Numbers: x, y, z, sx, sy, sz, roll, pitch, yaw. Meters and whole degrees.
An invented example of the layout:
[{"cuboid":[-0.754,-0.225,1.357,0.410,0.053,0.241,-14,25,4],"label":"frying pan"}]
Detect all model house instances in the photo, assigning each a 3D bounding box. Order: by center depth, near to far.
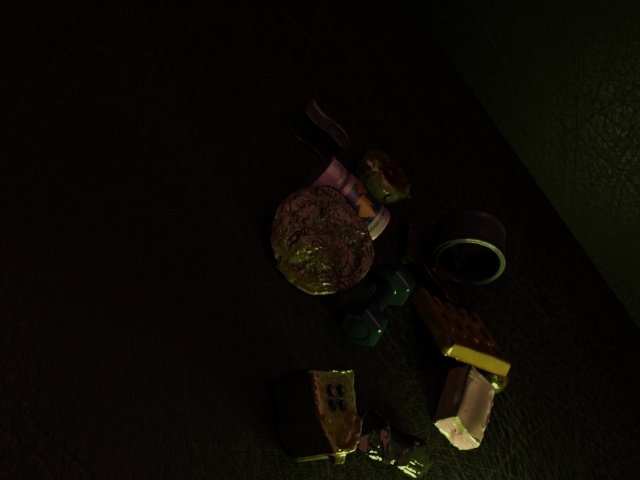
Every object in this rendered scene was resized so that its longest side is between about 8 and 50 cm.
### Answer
[{"cuboid":[-0.014,0.458,1.458,0.174,0.193,0.234,18,57,-37],"label":"model house"}]

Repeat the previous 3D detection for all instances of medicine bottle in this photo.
[{"cuboid":[0.083,-0.129,1.936,0.290,0.178,0.178,44,42,-16],"label":"medicine bottle"}]

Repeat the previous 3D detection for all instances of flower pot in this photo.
[{"cuboid":[-0.002,-0.398,2.080,0.229,0.108,0.103,41,44,-17],"label":"flower pot"}]

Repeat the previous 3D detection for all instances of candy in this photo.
[{"cuboid":[0.500,0.567,1.949,0.155,0.115,0.265,48,41,-11],"label":"candy"}]

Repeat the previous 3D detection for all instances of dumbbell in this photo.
[{"cuboid":[0.188,0.202,1.854,0.325,0.160,0.144,-42,125,-50],"label":"dumbbell"}]

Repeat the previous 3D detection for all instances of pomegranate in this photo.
[{"cuboid":[0.641,0.518,2.118,0.130,0.130,0.130,24,50,-33],"label":"pomegranate"}]

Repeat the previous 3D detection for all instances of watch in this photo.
[{"cuboid":[0.526,0.029,2.158,0.335,0.327,0.314,36,45,-23],"label":"watch"}]

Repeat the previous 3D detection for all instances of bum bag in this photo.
[{"cuboid":[0.222,0.605,1.679,0.326,0.079,0.142,34,49,-26],"label":"bum bag"}]

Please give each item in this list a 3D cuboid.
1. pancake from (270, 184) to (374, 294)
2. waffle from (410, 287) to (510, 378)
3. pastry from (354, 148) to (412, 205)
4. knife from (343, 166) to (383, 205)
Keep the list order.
[{"cuboid":[0.001,0.000,1.773,0.356,0.065,0.356,4,80,-24],"label":"pancake"},{"cuboid":[0.511,0.338,2.043,0.348,0.077,0.304,24,23,-30],"label":"waffle"},{"cuboid":[0.248,-0.253,2.209,0.257,0.121,0.236,-14,69,-54],"label":"pastry"},{"cuboid":[0.155,-0.209,2.185,0.247,0.018,0.035,42,45,-13],"label":"knife"}]
